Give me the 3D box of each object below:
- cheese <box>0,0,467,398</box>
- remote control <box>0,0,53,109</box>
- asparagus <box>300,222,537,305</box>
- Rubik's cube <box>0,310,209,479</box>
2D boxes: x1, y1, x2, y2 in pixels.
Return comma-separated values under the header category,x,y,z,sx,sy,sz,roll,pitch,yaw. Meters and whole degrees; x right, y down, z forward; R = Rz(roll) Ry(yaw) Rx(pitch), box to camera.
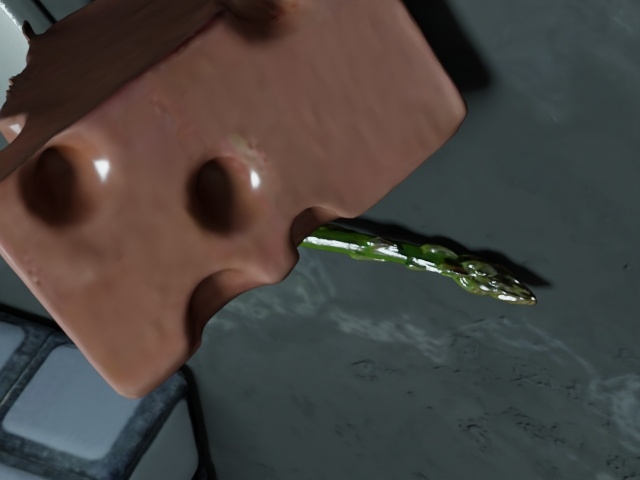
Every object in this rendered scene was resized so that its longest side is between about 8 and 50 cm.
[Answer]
category,x,y,z,sx,sy,sz,roll,pitch,yaw
cheese,-0.038,-0.061,0.735,0.177,0.203,0.128,-28,114,15
remote control,-0.146,-0.073,0.894,0.077,0.022,0.245,-15,122,46
asparagus,0.000,0.000,0.853,0.233,0.023,0.022,13,179,17
Rubik's cube,-0.262,0.237,1.087,0.305,0.303,0.301,14,139,21
